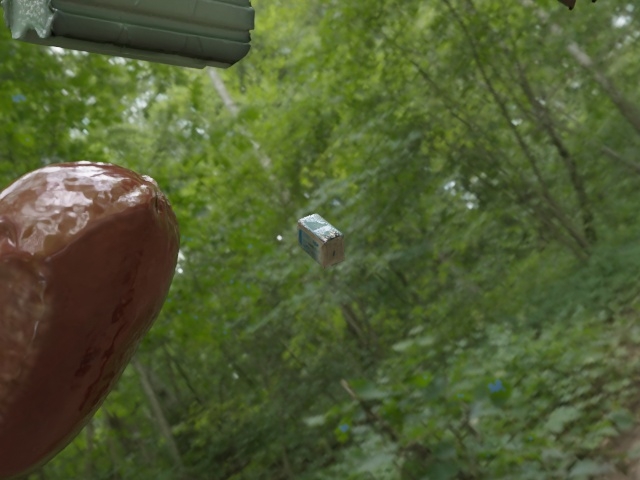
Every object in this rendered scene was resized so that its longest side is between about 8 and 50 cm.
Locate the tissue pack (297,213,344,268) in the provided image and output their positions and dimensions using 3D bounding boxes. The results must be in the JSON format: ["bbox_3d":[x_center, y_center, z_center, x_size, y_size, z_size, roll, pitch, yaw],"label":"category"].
[{"bbox_3d":[0.000,0.000,1.605,0.059,0.094,0.074,-24,-46,-27],"label":"tissue pack"}]

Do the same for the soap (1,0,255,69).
[{"bbox_3d":[-0.196,-0.269,0.869,0.261,0.094,0.150,-2,-85,-45],"label":"soap"}]

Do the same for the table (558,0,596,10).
[{"bbox_3d":[0.327,-0.425,1.044,0.167,0.167,0.226,2,-74,-55],"label":"table"}]

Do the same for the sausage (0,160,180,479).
[{"bbox_3d":[-0.197,0.061,0.539,0.148,0.148,0.254,8,-64,-57],"label":"sausage"}]
